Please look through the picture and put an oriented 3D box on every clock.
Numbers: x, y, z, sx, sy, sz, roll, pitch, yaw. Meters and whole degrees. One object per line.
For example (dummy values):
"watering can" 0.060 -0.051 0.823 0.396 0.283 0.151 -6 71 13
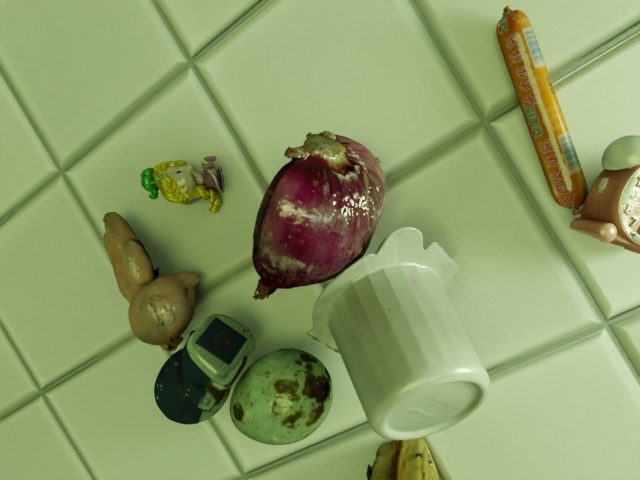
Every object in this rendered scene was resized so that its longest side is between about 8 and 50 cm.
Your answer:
"clock" 0.474 -0.065 0.677 0.166 0.092 0.162 18 102 -13
"clock" -0.228 0.256 0.887 0.147 0.199 0.243 34 125 -6

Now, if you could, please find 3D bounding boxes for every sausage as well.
"sausage" 0.350 -0.203 0.714 0.053 0.053 0.347 -20 94 18

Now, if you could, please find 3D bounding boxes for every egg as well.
"egg" -0.081 0.301 0.862 0.231 0.169 0.169 -30 90 28

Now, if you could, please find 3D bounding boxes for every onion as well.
"onion" 0.000 0.000 0.758 0.159 0.267 0.348 29 130 11

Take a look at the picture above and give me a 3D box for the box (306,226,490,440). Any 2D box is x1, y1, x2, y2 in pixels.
"box" 0.140 0.153 0.682 0.263 0.206 0.291 -3 133 -18

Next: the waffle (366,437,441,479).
"waffle" 0.152 0.540 0.729 0.114 0.376 0.260 -17 96 17

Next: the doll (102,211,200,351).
"doll" -0.344 0.067 0.930 0.303 0.156 0.201 59 151 19

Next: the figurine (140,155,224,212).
"figurine" -0.269 -0.100 0.890 0.157 0.094 0.114 -8 119 -1
